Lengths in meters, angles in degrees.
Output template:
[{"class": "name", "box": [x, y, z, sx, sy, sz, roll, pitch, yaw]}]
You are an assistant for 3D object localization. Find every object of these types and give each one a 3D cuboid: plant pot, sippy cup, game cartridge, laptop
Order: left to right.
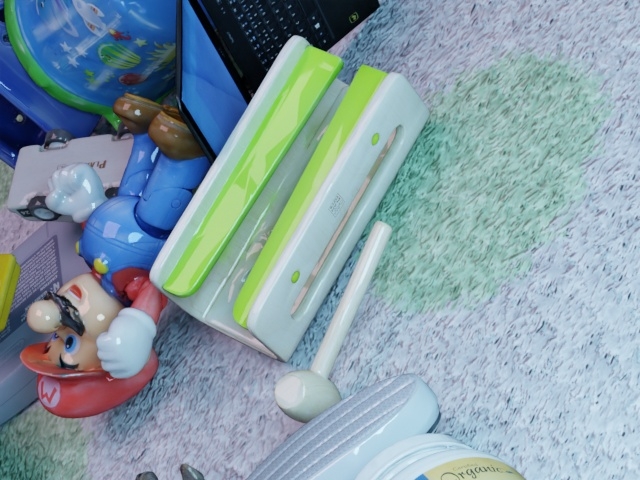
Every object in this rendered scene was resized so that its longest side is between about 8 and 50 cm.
[{"class": "game cartridge", "box": [-0.341, 0.100, 1.828, 0.294, 0.060, 0.196, -39, 34, 19]}, {"class": "plant pot", "box": [-0.355, -0.240, 1.956, 0.212, 0.236, 0.236, -57, 20, -19]}, {"class": "sippy cup", "box": [-0.202, -0.273, 1.785, 0.240, 0.305, 0.224, -54, 16, -24]}, {"class": "laptop", "box": [-0.033, -0.182, 1.563, 0.264, 0.234, 0.136, -41, 57, -7]}]

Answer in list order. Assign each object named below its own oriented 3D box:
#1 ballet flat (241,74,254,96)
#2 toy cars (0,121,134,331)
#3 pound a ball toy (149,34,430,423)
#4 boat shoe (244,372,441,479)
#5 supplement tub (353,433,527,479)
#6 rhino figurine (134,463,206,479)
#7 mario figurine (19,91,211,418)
[{"class": "ballet flat", "box": [-0.068, -0.176, 1.753, 0.057, 0.049, 0.173, 20, 77, 53]}, {"class": "toy cars", "box": [-0.316, 0.006, 1.758, 0.394, 0.087, 0.176, -40, 50, 0]}, {"class": "pound a ball toy", "box": [0.000, 0.000, 1.486, 0.208, 0.136, 0.319, 24, 78, 29]}, {"class": "boat shoe", "box": [-0.018, 0.244, 1.290, 0.335, 0.119, 0.121, -42, 11, 10]}, {"class": "supplement tub", "box": [0.110, 0.232, 1.120, 0.144, 0.144, 0.200, -52, 35, 2]}, {"class": "rhino figurine", "box": [-0.126, 0.254, 1.435, 0.243, 0.073, 0.106, 9, 65, 53]}, {"class": "mario figurine", "box": [-0.214, 0.019, 1.578, 0.198, 0.170, 0.320, -68, -3, -84]}]
